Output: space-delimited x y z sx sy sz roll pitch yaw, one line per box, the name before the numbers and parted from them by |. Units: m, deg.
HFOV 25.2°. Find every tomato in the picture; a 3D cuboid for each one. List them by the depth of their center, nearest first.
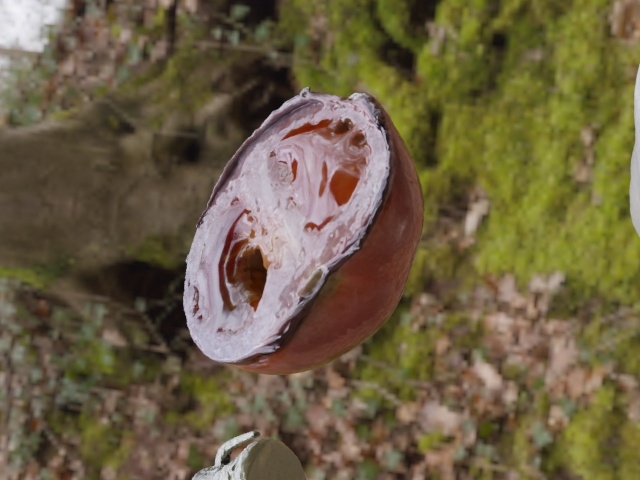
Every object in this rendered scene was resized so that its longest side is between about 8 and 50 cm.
tomato | 0.000 0.000 1.095 0.112 0.228 0.199 29 -160 -38

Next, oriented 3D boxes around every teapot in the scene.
teapot | -0.055 0.166 0.974 0.057 0.083 0.067 16 -121 -38

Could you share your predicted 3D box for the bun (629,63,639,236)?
bun | 0.255 -0.076 0.809 0.263 0.175 0.263 -45 33 41
